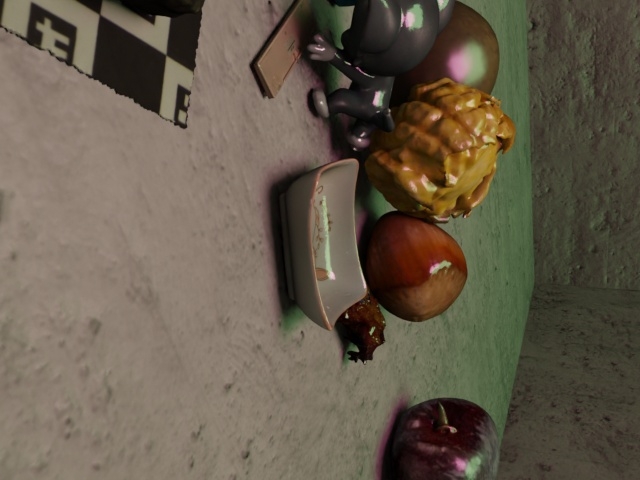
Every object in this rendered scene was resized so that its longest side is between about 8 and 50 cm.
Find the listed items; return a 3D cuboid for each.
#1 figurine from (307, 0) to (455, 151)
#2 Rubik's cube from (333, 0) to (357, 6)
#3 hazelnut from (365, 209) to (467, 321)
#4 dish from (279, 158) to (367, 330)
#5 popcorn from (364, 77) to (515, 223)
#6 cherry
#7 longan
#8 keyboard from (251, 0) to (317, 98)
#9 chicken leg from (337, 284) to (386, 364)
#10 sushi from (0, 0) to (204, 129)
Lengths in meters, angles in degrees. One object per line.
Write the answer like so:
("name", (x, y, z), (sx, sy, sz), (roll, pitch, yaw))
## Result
("figurine", (0.072, -0.242, 0.826), (0.193, 0.140, 0.266), (-14, 123, -40))
("Rubik's cube", (0.071, -0.444, 0.828), (0.162, 0.160, 0.163), (22, 72, -63))
("hazelnut", (0.168, 0.042, 1.069), (0.214, 0.176, 0.215), (-16, 90, -83))
("dish", (0.000, 0.000, 0.825), (0.151, 0.077, 0.213), (-35, 123, -60))
("popcorn", (0.184, -0.140, 0.955), (0.250, 0.250, 0.190), (50, 16, -54))
("cherry", (0.256, 0.457, 1.244), (0.255, 0.218, 0.296), (-48, 145, -51))
("longan", (0.214, -0.311, 1.089), (0.246, 0.215, 0.246), (-37, 149, -27))
("keyboard", (-0.045, -0.253, 0.777), (0.055, 0.017, 0.166), (61, 40, -40))
("chicken leg", (0.058, 0.125, 0.976), (0.234, 0.063, 0.105), (62, 35, -43))
("sushi", (-0.135, -0.319, 0.487), (0.296, 0.099, 0.373), (22, 73, -63))
